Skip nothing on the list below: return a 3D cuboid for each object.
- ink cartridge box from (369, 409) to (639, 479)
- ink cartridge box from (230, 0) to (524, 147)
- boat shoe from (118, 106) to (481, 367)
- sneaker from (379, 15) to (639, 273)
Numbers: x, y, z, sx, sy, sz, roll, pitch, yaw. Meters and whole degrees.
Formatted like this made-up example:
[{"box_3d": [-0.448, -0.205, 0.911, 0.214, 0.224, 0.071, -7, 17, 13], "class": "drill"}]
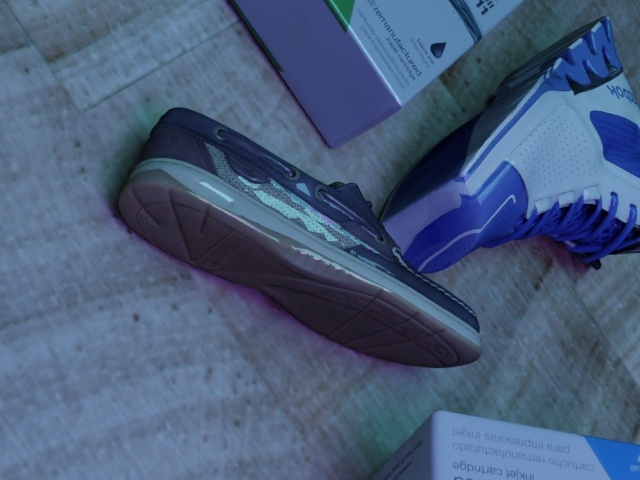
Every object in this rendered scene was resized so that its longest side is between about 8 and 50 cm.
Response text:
[{"box_3d": [0.151, 0.284, 0.918, 0.223, 0.129, 0.307, 12, 56, -14], "class": "ink cartridge box"}, {"box_3d": [0.047, -0.191, 1.132, 0.153, 0.087, 0.208, 54, 46, -8], "class": "ink cartridge box"}, {"box_3d": [0.000, 0.000, 1.001, 0.285, 0.103, 0.092, 27, 60, -22], "class": "boat shoe"}, {"box_3d": [0.199, -0.044, 1.168, 0.182, 0.127, 0.315, 53, 45, -6], "class": "sneaker"}]
